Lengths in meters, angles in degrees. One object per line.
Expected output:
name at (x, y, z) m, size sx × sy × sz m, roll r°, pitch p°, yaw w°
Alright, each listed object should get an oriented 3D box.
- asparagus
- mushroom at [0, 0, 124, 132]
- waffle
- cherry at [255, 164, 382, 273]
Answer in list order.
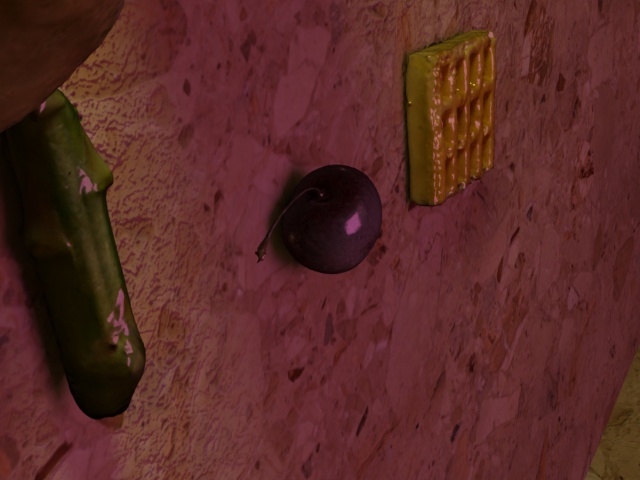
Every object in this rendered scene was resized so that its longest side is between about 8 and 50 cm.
asparagus at (-0.210, -0.008, 1.039) m, size 0.085 × 0.082 × 0.343 m, roll -43°, pitch 131°, yaw -48°
mushroom at (-0.256, -0.139, 0.758) m, size 0.212 × 0.217 × 0.292 m, roll -68°, pitch 150°, yaw -21°
waffle at (0.194, -0.184, 1.830) m, size 0.248 × 0.055 × 0.221 m, roll -31°, pitch 123°, yaw -57°
cherry at (-0.002, 0.003, 1.439) m, size 0.188 × 0.115 × 0.148 m, roll -58°, pitch -176°, yaw -28°
